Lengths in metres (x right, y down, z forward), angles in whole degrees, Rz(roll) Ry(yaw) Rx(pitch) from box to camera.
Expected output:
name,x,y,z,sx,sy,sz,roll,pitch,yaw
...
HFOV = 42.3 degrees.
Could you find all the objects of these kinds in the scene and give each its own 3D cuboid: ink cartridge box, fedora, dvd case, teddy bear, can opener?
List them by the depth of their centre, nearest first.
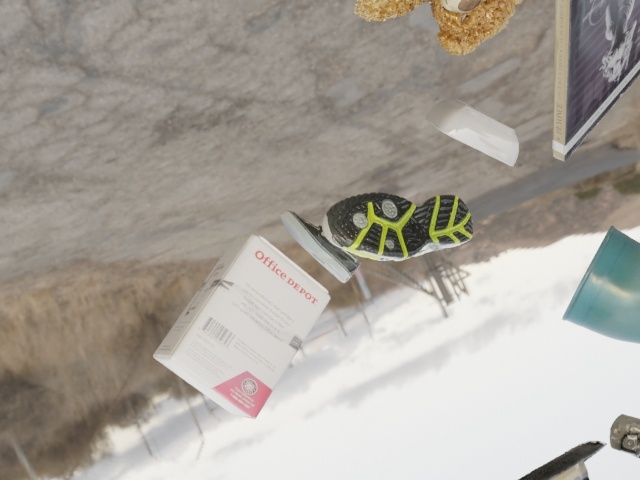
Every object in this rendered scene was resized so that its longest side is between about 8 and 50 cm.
name,x,y,z,sx,sy,sz,roll,pitch,yaw
dvd case,0.247,-0.193,0.695,0.164,0.018,0.221,-46,146,-19
teddy bear,0.139,-0.421,1.155,0.245,0.338,0.113,-24,-179,1
fedora,0.315,0.421,1.178,0.334,0.152,0.334,-27,157,-13
ink cartridge box,-0.144,0.161,1.566,0.283,0.207,0.117,-57,-160,-21
can opener,0.709,0.414,1.617,0.283,0.076,0.095,11,163,37

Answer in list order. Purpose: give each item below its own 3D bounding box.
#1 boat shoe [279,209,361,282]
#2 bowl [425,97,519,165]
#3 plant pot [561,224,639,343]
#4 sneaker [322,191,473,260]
name,x,y,z,sx,sy,sz,roll,pitch,yaw
boat shoe,0.000,0.000,1.904,0.070,0.219,0.078,-48,-169,-12
bowl,0.242,-0.175,1.286,0.053,0.142,0.142,-62,-169,14
plant pot,0.783,0.139,2.068,0.271,0.255,0.271,-51,159,-28
sneaker,0.149,-0.012,1.709,0.385,0.145,0.147,1,160,-40
